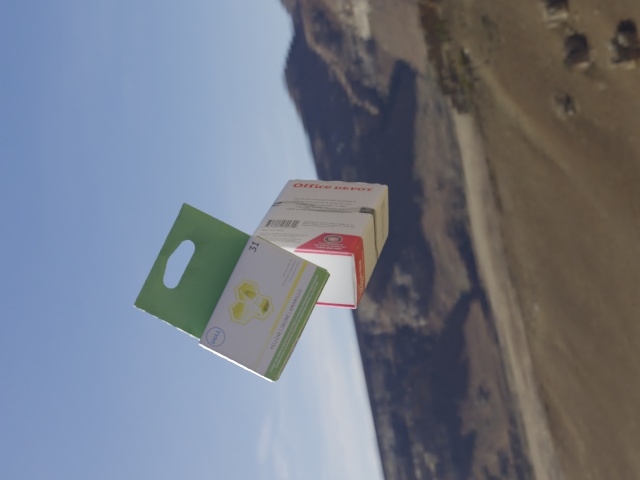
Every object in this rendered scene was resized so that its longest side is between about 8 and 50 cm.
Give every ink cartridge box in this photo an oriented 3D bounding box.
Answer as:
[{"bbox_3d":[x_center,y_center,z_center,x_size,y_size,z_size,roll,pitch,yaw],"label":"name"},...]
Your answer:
[{"bbox_3d":[0.000,0.000,1.849,0.237,0.172,0.100,-61,-29,-58],"label":"ink cartridge box"},{"bbox_3d":[-0.127,0.069,1.644,0.171,0.235,0.056,-64,-5,-1],"label":"ink cartridge box"}]
